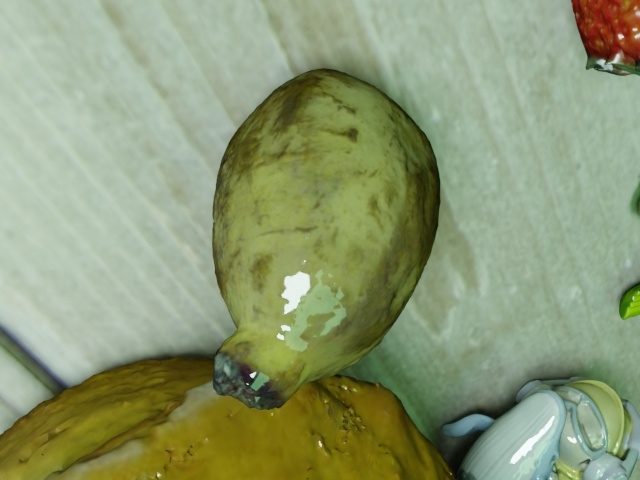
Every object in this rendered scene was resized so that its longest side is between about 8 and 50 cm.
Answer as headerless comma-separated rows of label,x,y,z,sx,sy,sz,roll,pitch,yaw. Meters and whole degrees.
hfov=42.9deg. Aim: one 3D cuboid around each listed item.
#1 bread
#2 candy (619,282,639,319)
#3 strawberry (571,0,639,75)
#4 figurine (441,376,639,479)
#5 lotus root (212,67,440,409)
bread,-0.077,0.256,0.496,0.398,0.215,0.398,-6,101,-31
candy,0.346,-0.034,0.675,0.149,0.069,0.246,-7,124,-25
strawberry,0.225,-0.169,0.494,0.131,0.131,0.148,-6,124,-23
figurine,0.193,0.202,0.718,0.183,0.128,0.208,-23,135,-15
lotus root,0.000,0.000,0.456,0.138,0.214,0.138,11,147,7
